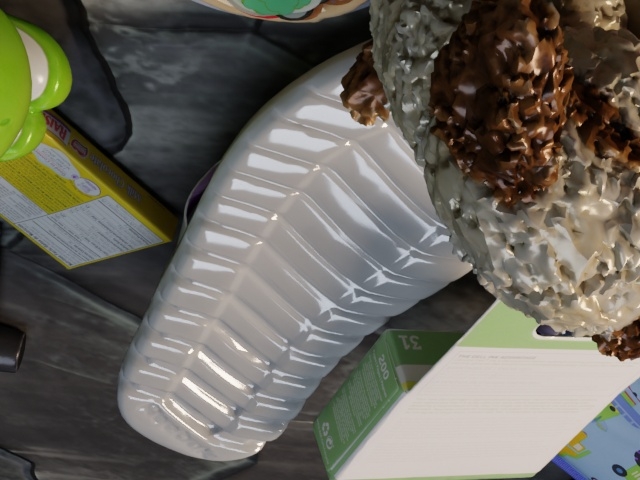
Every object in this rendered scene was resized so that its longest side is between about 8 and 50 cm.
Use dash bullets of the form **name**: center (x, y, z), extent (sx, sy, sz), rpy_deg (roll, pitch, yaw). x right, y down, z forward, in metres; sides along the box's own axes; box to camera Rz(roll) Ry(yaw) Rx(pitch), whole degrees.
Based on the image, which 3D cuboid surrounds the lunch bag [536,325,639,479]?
- **lunch bag**: center (0.272, 0.128, 1.075), extent (0.293, 0.138, 0.221), rpy_deg (31, 146, -9)

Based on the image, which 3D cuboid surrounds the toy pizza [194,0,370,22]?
- **toy pizza**: center (-0.036, -0.177, 0.775), extent (0.201, 0.032, 0.201), rpy_deg (8, 147, 5)

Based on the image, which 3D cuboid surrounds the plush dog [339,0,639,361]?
- **plush dog**: center (0.099, -0.059, 0.697), extent (0.210, 0.225, 0.262), rpy_deg (-31, 130, 23)

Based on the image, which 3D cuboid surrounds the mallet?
- **mallet**: center (-0.273, 0.043, 1.185), extent (0.062, 0.039, 0.190), rpy_deg (7, 143, 1)

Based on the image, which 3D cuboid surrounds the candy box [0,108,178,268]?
- **candy box**: center (-0.201, -0.051, 1.021), extent (0.105, 0.027, 0.206), rpy_deg (-12, 140, 35)

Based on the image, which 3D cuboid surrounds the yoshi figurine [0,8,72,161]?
- **yoshi figurine**: center (-0.291, -0.135, 0.778), extent (0.362, 0.203, 0.203), rpy_deg (24, 139, -24)

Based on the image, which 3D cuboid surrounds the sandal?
- **sandal**: center (-0.013, -0.007, 0.960), extent (0.169, 0.102, 0.416), rpy_deg (29, 128, -20)

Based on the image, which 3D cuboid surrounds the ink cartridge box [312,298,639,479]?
- **ink cartridge box**: center (0.120, 0.082, 0.964), extent (0.171, 0.056, 0.235), rpy_deg (3, 142, -28)
